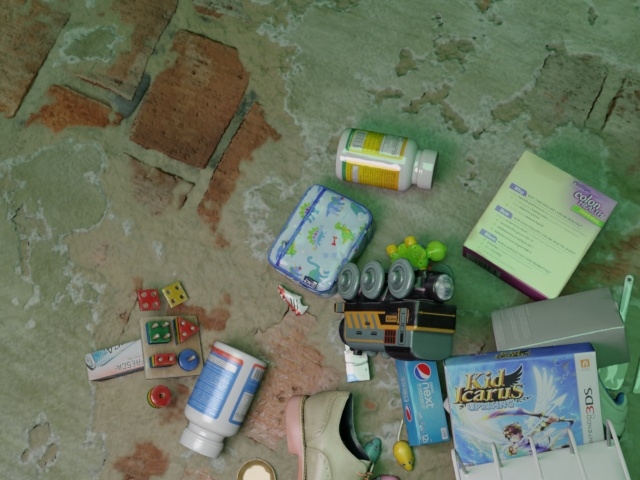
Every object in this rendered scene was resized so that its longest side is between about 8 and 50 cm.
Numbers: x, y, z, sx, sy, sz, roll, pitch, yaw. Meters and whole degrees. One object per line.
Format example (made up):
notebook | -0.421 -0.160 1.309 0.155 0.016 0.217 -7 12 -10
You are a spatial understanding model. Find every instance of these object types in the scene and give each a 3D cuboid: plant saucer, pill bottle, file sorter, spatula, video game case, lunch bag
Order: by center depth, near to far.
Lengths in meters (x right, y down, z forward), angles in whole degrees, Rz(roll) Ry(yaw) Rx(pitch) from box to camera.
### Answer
file sorter | 0.373 0.423 1.321 0.277 0.173 0.193 -14 54 10
video game case | 0.374 0.323 1.466 0.269 0.061 0.244 -7 98 9
spatula | 0.663 0.195 1.622 0.168 0.019 0.242 13 80 13
pill bottle | -0.209 0.333 1.676 0.124 0.124 0.222 23 81 13
plant saucer | -0.134 0.502 1.682 0.083 0.015 0.083 -2 77 8
pill bottle | 0.146 -0.171 1.735 0.208 0.117 0.118 11 79 12
lunch bag | 0.000 0.000 1.737 0.176 0.090 0.219 31 83 18

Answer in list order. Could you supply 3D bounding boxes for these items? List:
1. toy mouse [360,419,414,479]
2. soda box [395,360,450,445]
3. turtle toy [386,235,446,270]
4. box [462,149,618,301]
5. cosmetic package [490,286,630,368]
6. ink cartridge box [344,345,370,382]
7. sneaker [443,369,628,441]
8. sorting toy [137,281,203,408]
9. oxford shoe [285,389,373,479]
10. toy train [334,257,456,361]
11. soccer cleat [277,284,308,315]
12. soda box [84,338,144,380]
toy mouse | 0.124 0.465 1.640 0.143 0.031 0.161 -18 75 5
soda box | 0.204 0.308 1.635 0.067 0.071 0.210 -5 76 -13
turtle toy | 0.205 0.039 1.697 0.130 0.066 0.095 -26 73 34
box | 0.447 -0.022 1.654 0.213 0.117 0.243 33 85 14
cosmetic package | 0.454 0.183 1.532 0.237 0.107 0.127 -10 32 13
ink cartridge box | 0.077 0.256 1.696 0.048 0.028 0.083 -8 76 7
sneaker | 0.431 0.309 1.562 0.322 0.130 0.236 29 93 9
sorting toy | -0.314 0.215 1.717 0.132 0.046 0.275 2 69 -34
oxford shoe | 0.035 0.491 1.581 0.146 0.140 0.397 -17 76 17
toy train | 0.139 0.138 1.575 0.142 0.334 0.190 10 80 -30
soccer cleat | -0.061 0.126 1.749 0.035 0.029 0.083 -38 78 -10
soda box | -0.418 0.258 1.760 0.183 0.058 0.063 -16 76 5
